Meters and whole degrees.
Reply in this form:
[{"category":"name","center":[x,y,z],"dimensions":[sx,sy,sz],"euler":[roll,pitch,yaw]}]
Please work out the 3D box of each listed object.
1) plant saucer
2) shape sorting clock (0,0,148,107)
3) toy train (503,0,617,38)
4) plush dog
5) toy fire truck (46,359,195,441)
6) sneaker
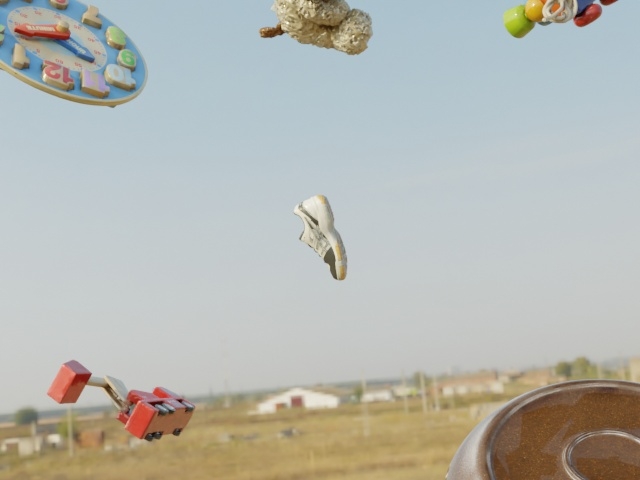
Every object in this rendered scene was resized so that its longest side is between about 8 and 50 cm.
[{"category":"plant saucer","center":[0.268,0.218,0.909],"dimensions":[0.311,0.050,0.310],"euler":[-7,28,4]},{"category":"shape sorting clock","center":[-0.279,-0.215,1.045],"dimensions":[0.206,0.206,0.040],"euler":[3,-42,-41]},{"category":"toy train","center":[0.315,-0.331,1.392],"dimensions":[0.248,0.105,0.143],"euler":[-40,10,-39]},{"category":"plush dog","center":[-0.023,-0.495,1.884],"dimensions":[0.211,0.262,0.225],"euler":[-11,-38,-8]},{"category":"toy fire truck","center":[-0.259,0.211,1.308],"dimensions":[0.135,0.047,0.192],"euler":[29,2,17]},{"category":"sneaker","center":[0.000,0.000,0.920],"dimensions":[0.037,0.083,0.032],"euler":[-17,6,10]}]
